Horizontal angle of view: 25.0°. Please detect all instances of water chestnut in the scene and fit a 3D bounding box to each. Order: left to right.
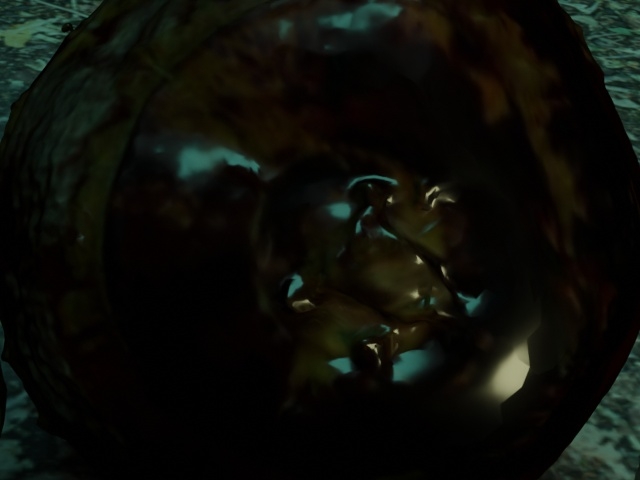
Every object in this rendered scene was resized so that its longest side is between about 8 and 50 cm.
[{"bbox_3d":[0.000,0.000,0.765,0.350,0.351,0.302,8,-2,3],"label":"water chestnut"}]

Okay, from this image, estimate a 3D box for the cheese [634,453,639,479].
[{"bbox_3d":[0.104,0.146,0.511,0.163,0.286,0.082,-11,40,-24],"label":"cheese"}]

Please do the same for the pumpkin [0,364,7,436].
[{"bbox_3d":[-0.261,0.083,0.682,0.223,0.157,0.224,-10,27,5],"label":"pumpkin"}]
